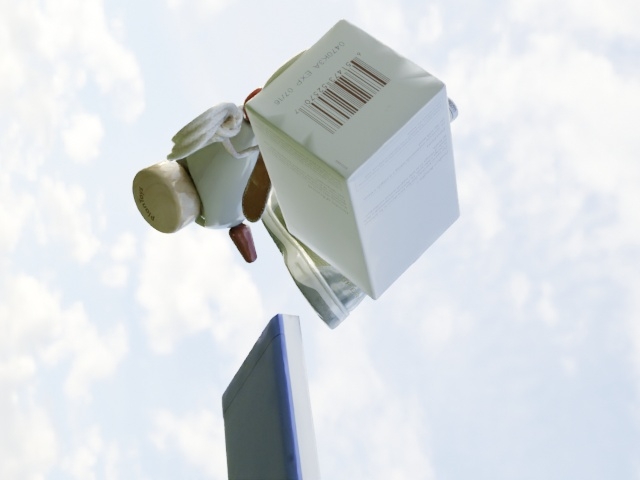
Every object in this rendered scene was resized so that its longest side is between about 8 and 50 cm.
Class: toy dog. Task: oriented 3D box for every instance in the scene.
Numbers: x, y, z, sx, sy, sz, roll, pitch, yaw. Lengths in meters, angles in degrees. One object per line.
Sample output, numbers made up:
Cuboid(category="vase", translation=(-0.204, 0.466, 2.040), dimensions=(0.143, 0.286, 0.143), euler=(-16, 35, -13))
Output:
Cuboid(category="toy dog", translation=(-0.065, -0.073, 1.323), dimensions=(0.161, 0.220, 0.334), euler=(55, -20, -5))

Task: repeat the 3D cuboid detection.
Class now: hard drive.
Cuboid(category="hard drive", translation=(-0.059, 0.276, 1.429), dimensions=(0.210, 0.040, 0.318), euler=(122, -32, -45))

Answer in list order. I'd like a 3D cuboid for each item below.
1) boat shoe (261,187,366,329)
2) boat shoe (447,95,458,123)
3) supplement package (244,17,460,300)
Cuboid(category="boat shoe", translation=(-0.001, -0.001, 1.595), dimensions=(0.118, 0.103, 0.320), euler=(53, 4, -27))
Cuboid(category="boat shoe", translation=(0.082, -0.091, 1.039), dimensions=(0.035, 0.035, 0.100), euler=(50, -27, -3))
Cuboid(category="supplement package", translation=(0.030, -0.057, 0.907), dimensions=(0.105, 0.105, 0.179), euler=(37, -18, 27))
